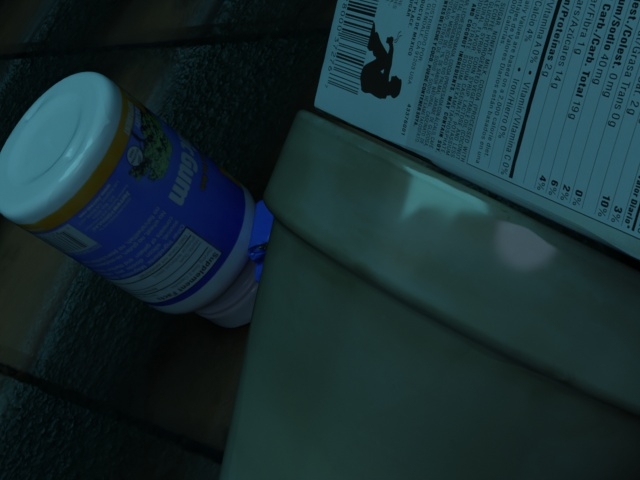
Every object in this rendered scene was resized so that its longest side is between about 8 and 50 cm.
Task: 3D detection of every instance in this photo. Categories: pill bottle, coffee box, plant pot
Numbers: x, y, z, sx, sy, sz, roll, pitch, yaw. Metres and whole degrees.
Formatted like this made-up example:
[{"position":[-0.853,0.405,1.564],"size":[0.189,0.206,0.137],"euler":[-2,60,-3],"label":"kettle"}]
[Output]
[{"position":[-0.155,-0.023,0.891],"size":[0.152,0.272,0.152],"euler":[-23,49,29],"label":"pill bottle"},{"position":[0.150,-0.077,0.473],"size":[0.297,0.168,0.118],"euler":[33,115,52],"label":"coffee box"},{"position":[0.074,0.111,0.599],"size":[0.323,0.323,0.280],"euler":[34,101,49],"label":"plant pot"}]

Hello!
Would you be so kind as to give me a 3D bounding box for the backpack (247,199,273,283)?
[{"position":[0.000,0.000,0.871],"size":[0.120,0.101,0.097],"euler":[-11,61,32],"label":"backpack"}]
